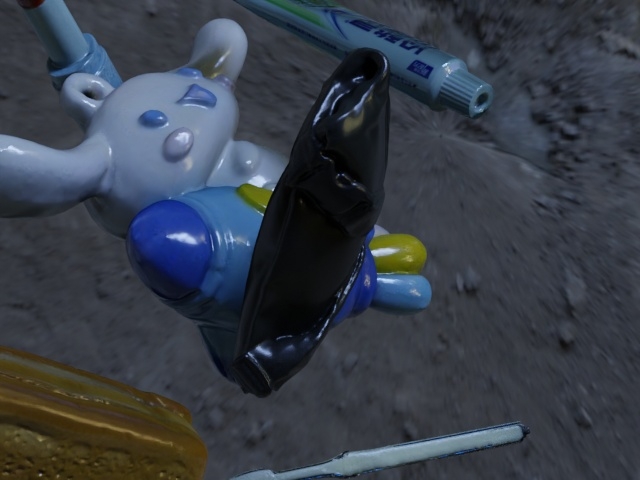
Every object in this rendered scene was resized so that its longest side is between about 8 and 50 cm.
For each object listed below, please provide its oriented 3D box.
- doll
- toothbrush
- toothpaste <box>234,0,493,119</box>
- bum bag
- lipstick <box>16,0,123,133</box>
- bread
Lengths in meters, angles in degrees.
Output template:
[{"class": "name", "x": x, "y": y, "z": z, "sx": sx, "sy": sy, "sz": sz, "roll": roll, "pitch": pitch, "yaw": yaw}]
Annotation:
[{"class": "doll", "x": -0.080, "y": -0.030, "z": 1.505, "sx": 0.365, "sy": 0.187, "sz": 0.376, "roll": 42, "pitch": 56, "yaw": 7}, {"class": "toothbrush", "x": 0.052, "y": 0.200, "z": 1.584, "sx": 0.294, "sy": 0.028, "sz": 0.026, "roll": -10, "pitch": 83, "yaw": -9}, {"class": "toothpaste", "x": 0.024, "y": -0.175, "z": 1.472, "sx": 0.297, "sy": 0.075, "sz": 0.048, "roll": 32, "pitch": 127, "yaw": 34}, {"class": "bum bag", "x": 0.000, "y": 0.000, "z": 1.332, "sx": 0.079, "sy": 0.142, "sz": 0.326, "roll": 25, "pitch": 122, "yaw": 15}, {"class": "lipstick", "x": -0.247, "y": -0.184, "z": 1.719, "sx": 0.061, "sy": 0.068, "sz": 0.274, "roll": -13, "pitch": 133, "yaw": 17}, {"class": "bread", "x": -0.159, "y": 0.118, "z": 0.886, "sx": 0.200, "sy": 0.077, "sz": 0.116, "roll": 21, "pitch": 107, "yaw": -36}]
